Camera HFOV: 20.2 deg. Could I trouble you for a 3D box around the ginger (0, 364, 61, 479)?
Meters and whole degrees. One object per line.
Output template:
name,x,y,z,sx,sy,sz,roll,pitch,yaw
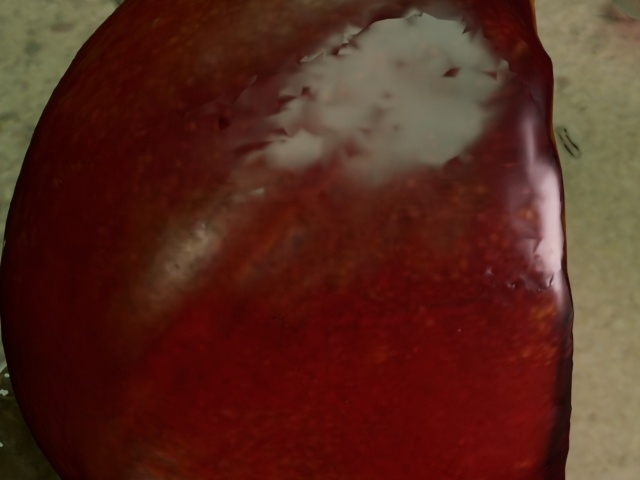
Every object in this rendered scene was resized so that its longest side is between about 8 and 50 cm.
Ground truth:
ginger,-0.154,0.152,0.733,0.133,0.059,0.214,39,71,13

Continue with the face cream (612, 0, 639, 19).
face cream,0.269,-0.176,0.880,0.283,0.073,0.073,-24,62,-10

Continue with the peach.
peach,0.000,0.000,0.676,0.245,0.275,0.248,-19,54,-25
